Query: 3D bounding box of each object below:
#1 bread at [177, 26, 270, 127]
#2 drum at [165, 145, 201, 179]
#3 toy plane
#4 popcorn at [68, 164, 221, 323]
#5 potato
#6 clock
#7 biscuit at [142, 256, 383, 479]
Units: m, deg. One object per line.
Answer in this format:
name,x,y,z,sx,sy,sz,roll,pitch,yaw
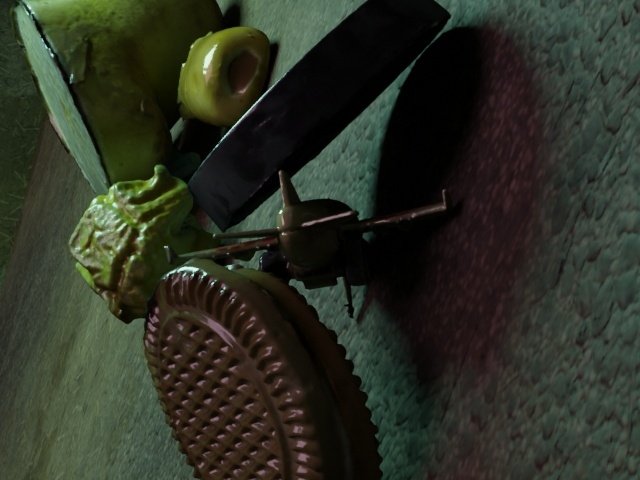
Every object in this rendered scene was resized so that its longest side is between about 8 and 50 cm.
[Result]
bread,-0.129,-0.216,2.054,0.173,0.085,0.134,-179,106,-72
drum,-0.226,-0.077,2.269,0.253,0.049,0.130,-151,81,-73
toy plane,0.000,0.000,1.332,0.256,0.242,0.104,43,-143,-71
popcorn,-0.213,0.015,1.948,0.167,0.187,0.185,-38,4,-10
potato,-0.251,-0.259,2.216,0.397,0.296,0.290,44,156,53
clock,-0.003,-0.120,1.384,0.280,0.055,0.280,-44,-1,-1
biscuit,-0.050,0.133,1.248,0.259,0.079,0.259,36,137,42
